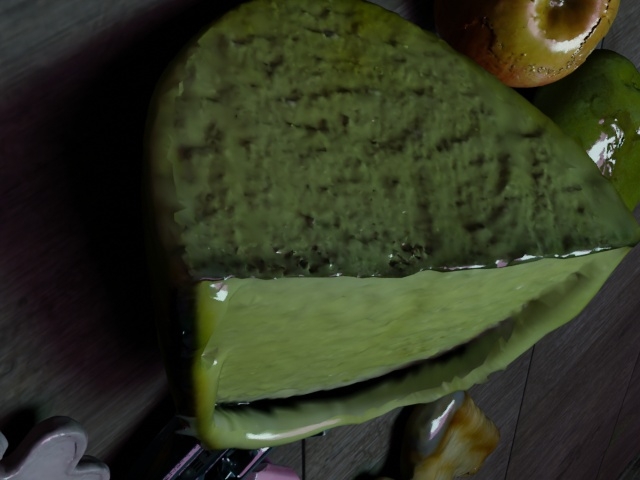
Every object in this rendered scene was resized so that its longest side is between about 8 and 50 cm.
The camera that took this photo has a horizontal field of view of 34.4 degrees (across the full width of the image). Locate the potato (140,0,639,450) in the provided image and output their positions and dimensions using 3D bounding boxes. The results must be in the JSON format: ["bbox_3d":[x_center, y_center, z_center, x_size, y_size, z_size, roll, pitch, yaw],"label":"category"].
[{"bbox_3d":[0.000,0.000,0.727,0.330,0.212,0.280,-4,149,-26],"label":"potato"}]

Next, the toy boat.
[{"bbox_3d":[-0.085,0.172,0.846,0.246,0.103,0.093,-44,153,-16],"label":"toy boat"}]

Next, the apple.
[{"bbox_3d":[0.161,-0.190,0.808,0.146,0.146,0.146,-38,146,-31],"label":"apple"}]

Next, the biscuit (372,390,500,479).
[{"bbox_3d":[0.138,0.309,1.365,0.237,0.062,0.291,-55,152,-4],"label":"biscuit"}]

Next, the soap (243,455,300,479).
[{"bbox_3d":[-0.067,0.254,0.985,0.149,0.056,0.100,35,76,-60],"label":"soap"}]

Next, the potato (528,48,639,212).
[{"bbox_3d":[0.254,-0.072,1.067,0.186,0.148,0.253,-23,137,-49],"label":"potato"}]

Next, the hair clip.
[{"bbox_3d":[-0.228,0.164,0.654,0.146,0.075,0.257,-54,158,0],"label":"hair clip"}]
